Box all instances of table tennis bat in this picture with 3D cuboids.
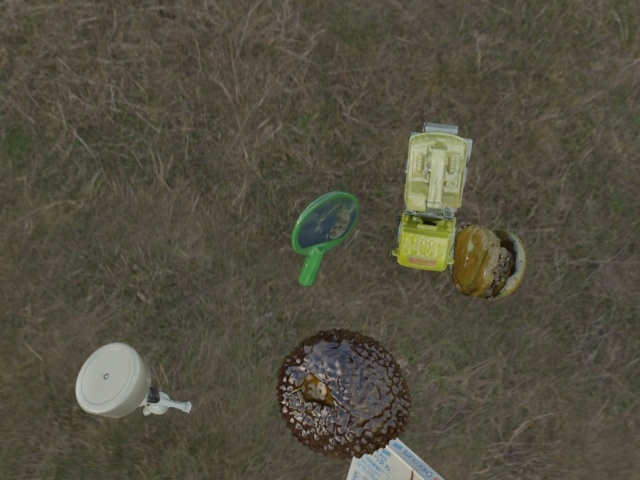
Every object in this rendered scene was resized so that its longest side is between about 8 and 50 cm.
[{"bbox_3d":[0.000,0.000,1.380,0.160,0.257,0.039,-14,50,-33],"label":"table tennis bat"}]

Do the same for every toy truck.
[{"bbox_3d":[0.205,-0.073,1.237,0.124,0.273,0.157,9,26,10],"label":"toy truck"}]

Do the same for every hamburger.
[{"bbox_3d":[0.368,0.048,1.475,0.113,0.185,0.177,3,69,-20],"label":"hamburger"}]

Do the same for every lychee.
[{"bbox_3d":[0.053,0.309,1.329,0.267,0.267,0.268,3,68,-7],"label":"lychee"}]

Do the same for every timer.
[{"bbox_3d":[-0.452,0.380,1.642,0.175,0.266,0.175,-12,56,18],"label":"timer"}]

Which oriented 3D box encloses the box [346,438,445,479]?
[{"bbox_3d":[0.183,0.594,1.557,0.048,0.265,0.273,-23,48,-39],"label":"box"}]
